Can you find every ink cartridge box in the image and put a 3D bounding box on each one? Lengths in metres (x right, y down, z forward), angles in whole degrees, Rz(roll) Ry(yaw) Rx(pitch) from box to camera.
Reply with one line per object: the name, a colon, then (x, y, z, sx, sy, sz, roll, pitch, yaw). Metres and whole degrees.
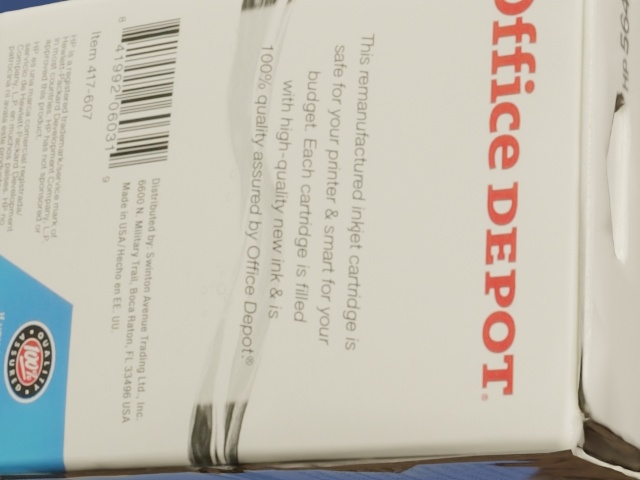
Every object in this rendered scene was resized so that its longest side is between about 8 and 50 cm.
ink cartridge box: (0.000, 0.000, 0.552, 0.203, 0.148, 0.086, -5, -18, 29)
